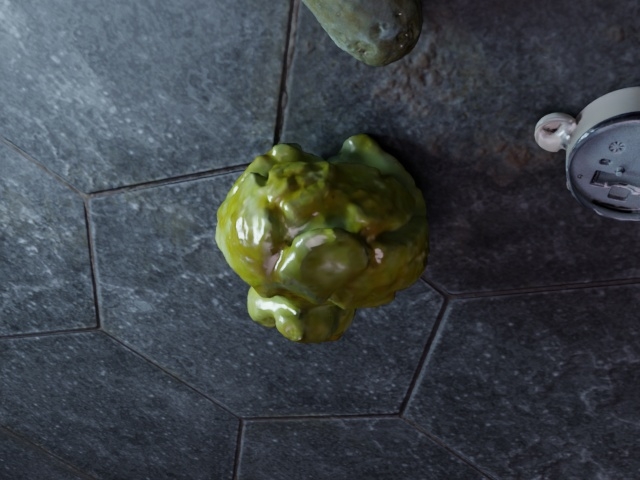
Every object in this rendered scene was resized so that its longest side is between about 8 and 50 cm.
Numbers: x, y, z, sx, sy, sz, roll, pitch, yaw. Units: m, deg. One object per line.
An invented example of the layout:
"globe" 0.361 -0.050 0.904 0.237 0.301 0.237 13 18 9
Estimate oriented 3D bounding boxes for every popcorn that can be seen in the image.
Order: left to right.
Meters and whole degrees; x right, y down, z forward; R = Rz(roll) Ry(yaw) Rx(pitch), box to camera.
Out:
"popcorn" -0.004 0.006 0.956 0.277 0.225 0.276 11 132 12

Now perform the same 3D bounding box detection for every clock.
"clock" 0.355 -0.091 0.858 0.229 0.063 0.155 16 135 5

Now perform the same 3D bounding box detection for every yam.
"yam" -0.005 -0.309 0.732 0.133 0.133 0.330 -18 128 32
